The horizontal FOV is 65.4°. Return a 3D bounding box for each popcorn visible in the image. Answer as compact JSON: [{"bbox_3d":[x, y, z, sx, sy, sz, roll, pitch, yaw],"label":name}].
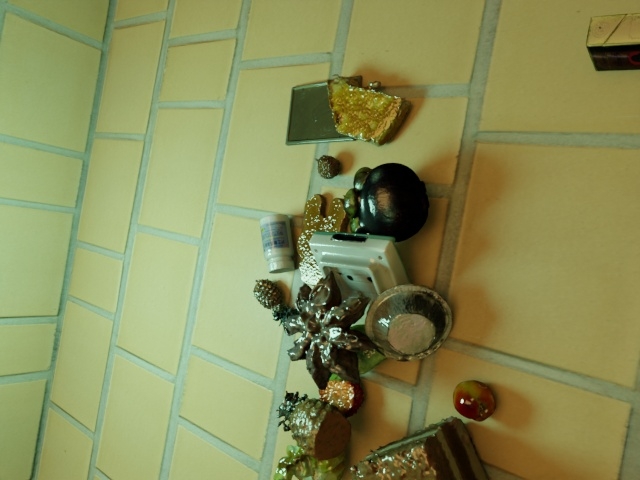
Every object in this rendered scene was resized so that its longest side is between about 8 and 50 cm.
[{"bbox_3d":[-0.031,0.659,1.469,0.198,0.213,0.197,177,90,-74],"label":"popcorn"}]

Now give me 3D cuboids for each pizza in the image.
[{"bbox_3d":[0.122,-0.407,1.535,0.297,0.071,0.189,32,105,24],"label":"pizza"}]

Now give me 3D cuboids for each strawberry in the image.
[{"bbox_3d":[0.062,0.455,1.482,0.145,0.086,0.144,-3,84,38],"label":"strawberry"}]

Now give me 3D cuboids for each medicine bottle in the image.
[{"bbox_3d":[-0.143,0.012,1.676,0.103,0.103,0.186,-18,74,34],"label":"medicine bottle"}]

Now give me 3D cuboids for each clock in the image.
[{"bbox_3d":[0.108,0.093,1.401,0.263,0.231,0.116,5,46,36],"label":"clock"}]

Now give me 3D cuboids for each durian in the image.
[{"bbox_3d":[0.020,-0.236,1.594,0.091,0.080,0.080,26,105,-9],"label":"durian"},{"bbox_3d":[0.098,0.318,1.435,0.251,0.101,0.139,-22,44,8],"label":"durian"}]

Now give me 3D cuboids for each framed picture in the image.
[{"bbox_3d":[0.006,-0.429,1.669,0.290,0.016,0.212,4,86,37],"label":"framed picture"}]

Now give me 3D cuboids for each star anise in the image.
[{"bbox_3d":[0.011,0.248,1.357,0.332,0.118,0.331,-8,79,46],"label":"star anise"}]

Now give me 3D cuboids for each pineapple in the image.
[{"bbox_3d":[-0.151,0.204,1.672,0.221,0.083,0.103,46,112,29],"label":"pineapple"},{"bbox_3d":[-0.038,0.508,1.433,0.279,0.158,0.157,12,92,58],"label":"pineapple"}]

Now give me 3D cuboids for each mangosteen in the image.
[{"bbox_3d":[0.179,-0.103,1.375,0.243,0.243,0.242,-5,82,36],"label":"mangosteen"}]

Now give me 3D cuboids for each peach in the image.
[{"bbox_3d":[0.384,0.398,1.249,0.101,0.101,0.100,-5,82,36],"label":"peach"}]

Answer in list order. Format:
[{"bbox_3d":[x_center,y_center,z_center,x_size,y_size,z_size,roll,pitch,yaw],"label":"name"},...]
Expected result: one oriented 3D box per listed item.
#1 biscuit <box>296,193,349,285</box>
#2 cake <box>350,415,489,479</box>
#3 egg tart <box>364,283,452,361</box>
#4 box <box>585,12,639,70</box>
[{"bbox_3d":[0.002,0.001,1.607,0.186,0.044,0.294,17,94,40],"label":"biscuit"},{"bbox_3d":[0.258,0.603,1.193,0.256,0.290,0.281,-34,67,30],"label":"cake"},{"bbox_3d":[0.233,0.224,1.313,0.235,0.094,0.233,1,109,2],"label":"egg tart"},{"bbox_3d":[0.709,-0.420,1.055,0.240,0.159,0.071,12,94,36],"label":"box"}]
